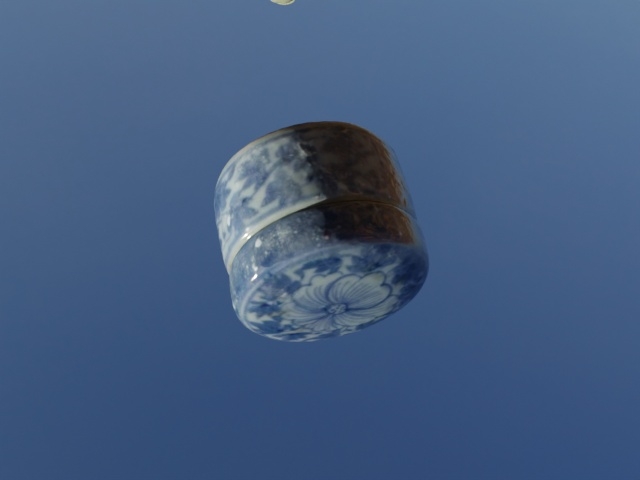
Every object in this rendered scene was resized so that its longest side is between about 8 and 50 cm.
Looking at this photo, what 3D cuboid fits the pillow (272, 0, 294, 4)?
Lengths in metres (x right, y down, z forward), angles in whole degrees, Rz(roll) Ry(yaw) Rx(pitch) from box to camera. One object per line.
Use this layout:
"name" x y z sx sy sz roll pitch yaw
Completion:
"pillow" -0.103 -0.478 1.138 0.322 0.255 0.120 33 -118 -22

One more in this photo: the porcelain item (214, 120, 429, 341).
"porcelain item" 0.000 0.000 0.602 0.147 0.147 0.114 -4 -122 -16
